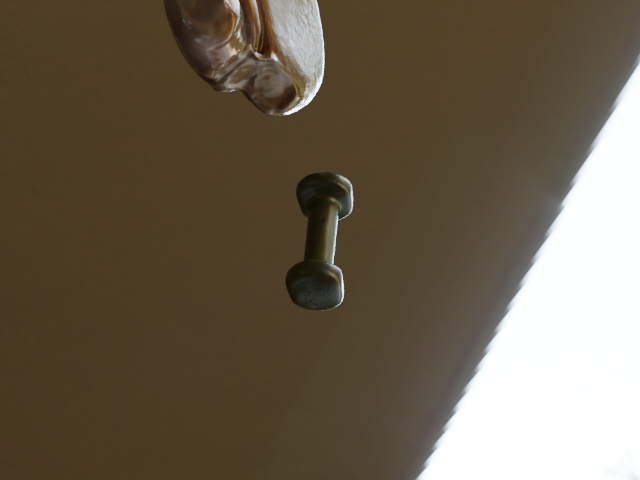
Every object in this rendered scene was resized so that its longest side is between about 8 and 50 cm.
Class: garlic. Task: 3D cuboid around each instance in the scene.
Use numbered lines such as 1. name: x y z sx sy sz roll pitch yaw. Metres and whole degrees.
1. garlic: -0.078 -0.219 1.539 0.110 0.228 0.217 -18 -34 26

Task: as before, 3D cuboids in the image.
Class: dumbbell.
1. dumbbell: 0.000 0.000 1.343 0.046 0.118 0.052 -2 -41 9
